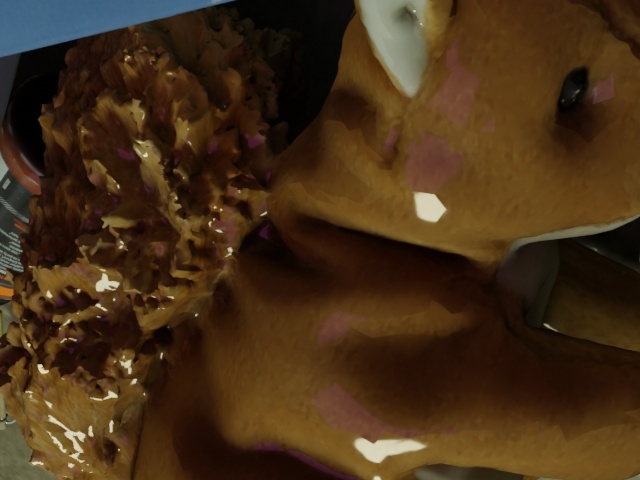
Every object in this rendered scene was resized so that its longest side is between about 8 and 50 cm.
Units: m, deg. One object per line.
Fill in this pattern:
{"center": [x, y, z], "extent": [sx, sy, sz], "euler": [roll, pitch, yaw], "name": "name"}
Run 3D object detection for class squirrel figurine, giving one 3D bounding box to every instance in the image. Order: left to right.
{"center": [0.000, 0.000, 0.586], "extent": [0.397, 0.281, 0.370], "euler": [21, 124, 15], "name": "squirrel figurine"}

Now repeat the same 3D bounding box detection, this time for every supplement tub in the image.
{"center": [-0.208, -0.025, 0.803], "extent": [0.106, 0.106, 0.198], "euler": [45, 134, -4], "name": "supplement tub"}

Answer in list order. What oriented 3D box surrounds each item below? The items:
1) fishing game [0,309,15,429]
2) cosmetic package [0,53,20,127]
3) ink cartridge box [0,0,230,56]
{"center": [-0.134, 0.132, 0.877], "extent": [0.264, 0.041, 0.189], "euler": [18, 130, 1], "name": "fishing game"}
{"center": [-0.289, -0.067, 0.758], "extent": [0.107, 0.127, 0.238], "euler": [21, 160, -29], "name": "cosmetic package"}
{"center": [-0.088, -0.185, 0.498], "extent": [0.395, 0.270, 0.151], "euler": [-3, 115, 34], "name": "ink cartridge box"}
